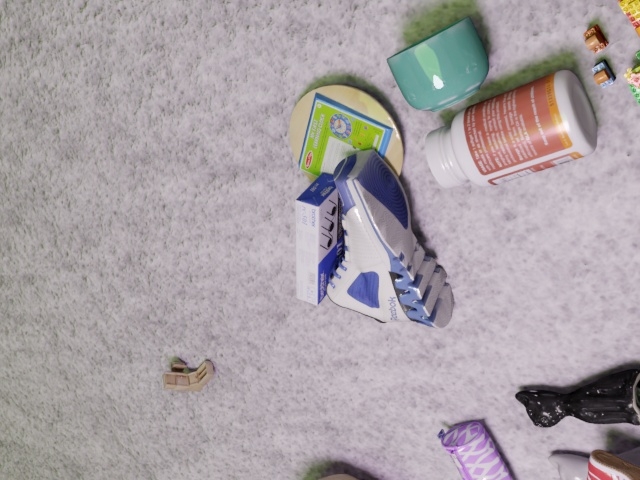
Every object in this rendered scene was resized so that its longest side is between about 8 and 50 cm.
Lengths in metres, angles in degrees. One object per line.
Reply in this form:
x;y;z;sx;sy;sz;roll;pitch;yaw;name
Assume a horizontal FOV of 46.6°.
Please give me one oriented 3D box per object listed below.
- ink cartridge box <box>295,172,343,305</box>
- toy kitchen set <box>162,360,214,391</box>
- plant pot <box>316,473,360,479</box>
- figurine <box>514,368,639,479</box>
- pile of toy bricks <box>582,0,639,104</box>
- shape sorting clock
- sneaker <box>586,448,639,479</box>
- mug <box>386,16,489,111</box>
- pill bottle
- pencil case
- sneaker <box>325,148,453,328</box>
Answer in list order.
0.000;0.000;1.254;0.046;0.097;0.207;18;130;22;ink cartridge box
-0.285;0.273;1.583;0.075;0.083;0.068;-48;43;36;toy kitchen set
0.034;0.571;1.442;0.284;0.284;0.191;-52;47;35;plant pot
0.442;0.318;1.188;0.209;0.092;0.215;-18;103;42;figurine
0.414;-0.206;0.939;0.118;0.105;0.212;-30;95;36;pile of toy bricks
0.040;-0.157;1.212;0.206;0.040;0.206;15;129;19;shape sorting clock
0.458;0.370;1.117;0.118;0.042;0.067;28;129;36;sneaker
0.171;-0.244;1.058;0.129;0.158;0.097;-26;101;11;mug
0.263;-0.146;1.043;0.216;0.121;0.121;-17;103;34;pill bottle
0.289;0.420;1.311;0.086;0.088;0.206;-24;100;37;pencil case
0.072;0.026;1.213;0.182;0.127;0.315;-14;115;34;sneaker
